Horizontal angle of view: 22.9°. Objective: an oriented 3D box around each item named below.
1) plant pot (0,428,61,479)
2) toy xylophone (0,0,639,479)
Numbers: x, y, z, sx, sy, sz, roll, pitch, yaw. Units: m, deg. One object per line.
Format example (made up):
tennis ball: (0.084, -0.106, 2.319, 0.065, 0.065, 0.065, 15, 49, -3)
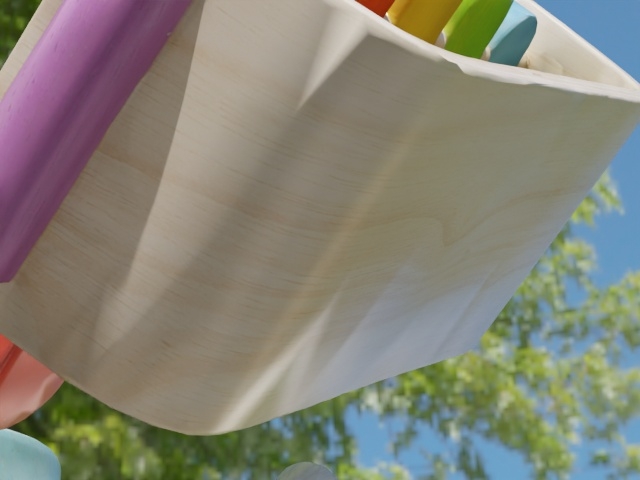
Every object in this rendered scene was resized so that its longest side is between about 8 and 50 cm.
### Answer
plant pot: (-0.205, 0.216, 0.690, 0.271, 0.255, 0.272, -2, -21, -1)
toy xylophone: (0.000, 0.000, 0.495, 0.236, 0.081, 0.322, -53, -18, 8)
